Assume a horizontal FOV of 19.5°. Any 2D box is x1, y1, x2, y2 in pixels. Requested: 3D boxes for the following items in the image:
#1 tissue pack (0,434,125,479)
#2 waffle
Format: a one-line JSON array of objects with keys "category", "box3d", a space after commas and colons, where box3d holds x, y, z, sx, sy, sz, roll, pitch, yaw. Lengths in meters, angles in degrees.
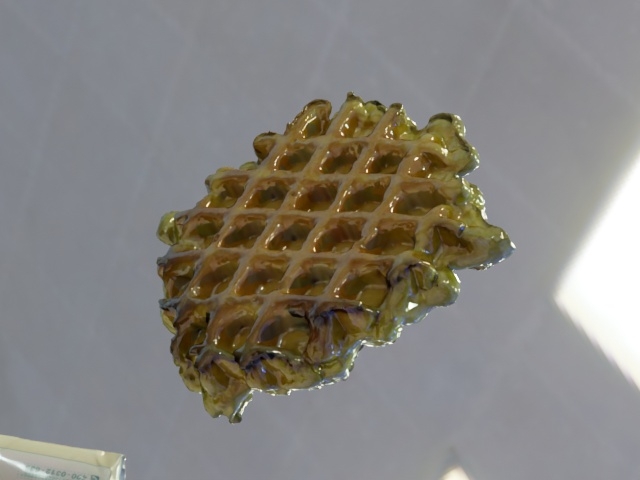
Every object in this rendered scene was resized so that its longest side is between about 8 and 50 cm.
[{"category": "tissue pack", "box3d": [-0.263, 0.236, 1.494, 0.092, 0.196, 0.148, 105, -6, -60]}, {"category": "waffle", "box3d": [0.000, 0.000, 1.206, 0.059, 0.243, 0.238, 60, -2, -36]}]
